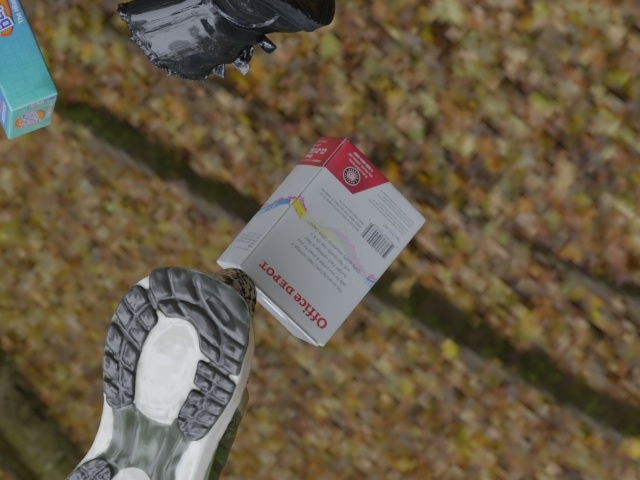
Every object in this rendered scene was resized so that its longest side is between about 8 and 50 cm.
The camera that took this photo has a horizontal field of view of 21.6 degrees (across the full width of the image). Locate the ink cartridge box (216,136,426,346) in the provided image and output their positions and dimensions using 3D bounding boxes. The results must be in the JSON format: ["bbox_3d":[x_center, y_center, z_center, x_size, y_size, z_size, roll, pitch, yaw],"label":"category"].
[{"bbox_3d":[0.000,0.000,1.707,0.127,0.175,0.072,45,167,-22],"label":"ink cartridge box"}]

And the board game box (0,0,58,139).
[{"bbox_3d":[-0.300,-0.206,1.515,0.210,0.047,0.160,67,167,1],"label":"board game box"}]

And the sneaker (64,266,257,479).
[{"bbox_3d":[-0.139,0.198,1.583,0.158,0.410,0.182,28,-160,12],"label":"sneaker"}]

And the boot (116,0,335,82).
[{"bbox_3d":[-0.062,-0.128,0.860,0.099,0.045,0.121,-15,150,35],"label":"boot"}]
